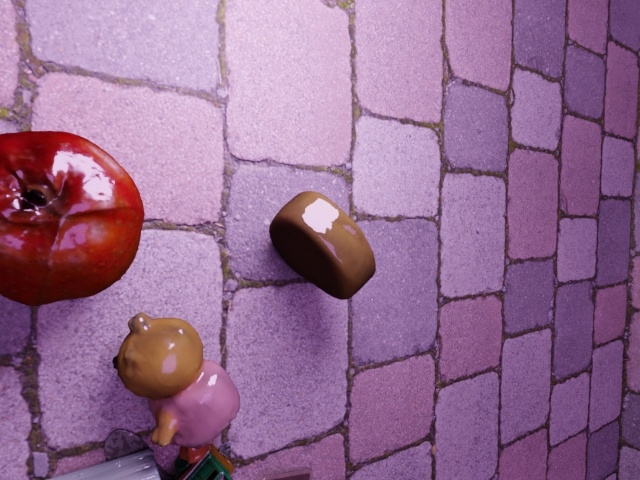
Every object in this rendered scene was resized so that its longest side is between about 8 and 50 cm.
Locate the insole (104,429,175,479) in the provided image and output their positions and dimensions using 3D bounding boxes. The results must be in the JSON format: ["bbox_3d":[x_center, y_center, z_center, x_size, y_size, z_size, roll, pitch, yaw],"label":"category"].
[{"bbox_3d":[-0.343,0.436,0.781,0.065,0.006,0.193,-40,114,-25],"label":"insole"}]

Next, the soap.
[{"bbox_3d":[-0.377,0.437,0.685,0.197,0.119,0.067,-4,97,-29],"label":"soap"}]

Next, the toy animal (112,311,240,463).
[{"bbox_3d":[-0.260,0.250,0.732,0.281,0.169,0.195,57,22,-17],"label":"toy animal"}]

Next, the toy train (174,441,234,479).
[{"bbox_3d":[-0.244,0.488,0.765,0.227,0.136,0.091,-45,118,-32],"label":"toy train"}]

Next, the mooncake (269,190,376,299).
[{"bbox_3d":[0.000,0.000,0.831,0.117,0.234,0.235,-42,114,-23],"label":"mooncake"}]

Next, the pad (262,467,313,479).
[{"bbox_3d":[-0.105,0.665,0.933,0.176,0.002,0.266,20,82,-43],"label":"pad"}]

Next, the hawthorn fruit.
[{"bbox_3d":[-0.370,-0.028,0.560,0.254,0.300,0.254,0,91,-31],"label":"hawthorn fruit"}]
